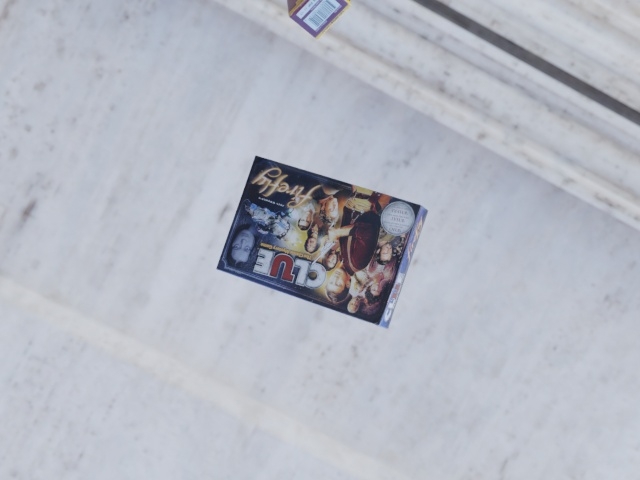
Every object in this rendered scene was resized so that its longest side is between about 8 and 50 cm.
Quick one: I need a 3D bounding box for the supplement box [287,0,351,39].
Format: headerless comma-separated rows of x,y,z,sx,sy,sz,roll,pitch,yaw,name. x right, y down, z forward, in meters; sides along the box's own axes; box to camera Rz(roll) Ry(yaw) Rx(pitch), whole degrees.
-0.003,-0.260,1.148,0.055,0.043,0.083,-43,-152,22,supplement box

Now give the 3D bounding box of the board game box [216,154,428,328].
0.000,0.000,1.420,0.042,0.243,0.165,26,82,-69,board game box
